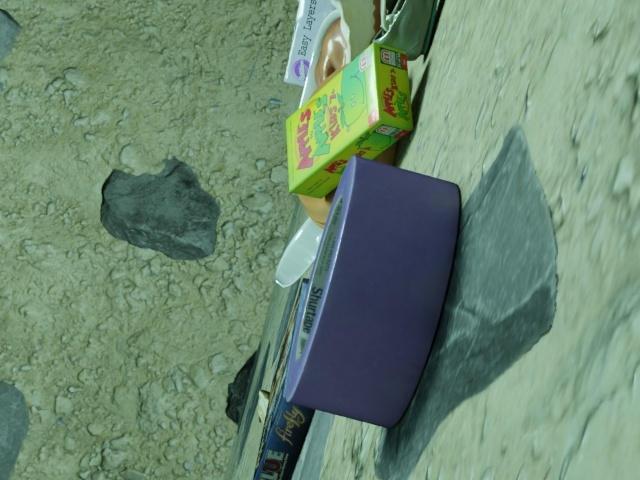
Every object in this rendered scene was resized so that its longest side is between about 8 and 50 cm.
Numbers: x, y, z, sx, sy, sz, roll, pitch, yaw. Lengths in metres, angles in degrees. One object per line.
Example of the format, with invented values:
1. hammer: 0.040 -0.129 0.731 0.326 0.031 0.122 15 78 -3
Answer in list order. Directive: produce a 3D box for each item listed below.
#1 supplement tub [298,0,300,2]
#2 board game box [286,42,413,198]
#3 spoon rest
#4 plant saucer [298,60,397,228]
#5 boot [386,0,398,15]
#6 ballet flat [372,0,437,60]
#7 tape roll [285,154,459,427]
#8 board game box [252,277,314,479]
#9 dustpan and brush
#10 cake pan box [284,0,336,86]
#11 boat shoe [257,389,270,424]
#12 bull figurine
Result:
1. supplement tub: 0.040 -0.574 2.331 0.191 0.191 0.272 110 174 -47
2. board game box: 0.027 -0.124 1.310 0.181 0.043 0.092 -35 52 51
3. spoon rest: 0.025 -0.228 1.788 0.137 0.084 0.276 -24 -37 -39
4. plant saucer: 0.021 -0.110 1.400 0.200 0.037 0.200 -28 58 56
5. boot: 0.091 -0.409 1.800 0.106 0.082 0.219 106 179 -50
6. ballet flat: 0.105 -0.295 1.282 0.072 0.068 0.213 -95 20 -78
7. tape roll: 0.036 0.037 0.906 0.189 0.080 0.189 -165 90 -85
8. board game box: -0.035 0.183 1.577 0.243 0.042 0.165 -81 8 -57
9. dustpan and brush: 0.000 0.000 1.614 0.147 0.060 0.211 -52 -7 -7
10. cake pan box: 0.031 -0.362 1.942 0.246 0.070 0.266 -18 -58 -70
11. boat shoe: -0.072 0.248 1.786 0.135 0.050 0.045 -166 96 -86
12. bull figurine: 0.037 -0.213 1.569 0.310 0.101 0.188 83 -159 -71
